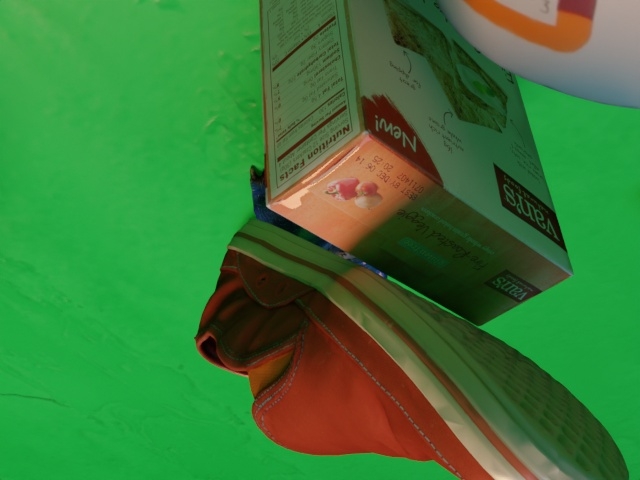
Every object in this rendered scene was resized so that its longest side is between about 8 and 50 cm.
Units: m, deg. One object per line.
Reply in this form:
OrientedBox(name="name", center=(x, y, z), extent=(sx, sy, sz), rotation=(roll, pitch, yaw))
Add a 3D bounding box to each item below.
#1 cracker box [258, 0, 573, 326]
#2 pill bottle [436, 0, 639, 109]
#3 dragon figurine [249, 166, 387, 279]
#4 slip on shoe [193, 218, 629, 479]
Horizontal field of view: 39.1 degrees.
OrientedBox(name="cracker box", center=(0.045, -0.087, 0.491), extent=(0.156, 0.232, 0.067), rotation=(29, 131, -36))
OrientedBox(name="pill bottle", center=(0.141, -0.255, 0.295), extent=(0.224, 0.224, 0.392), rotation=(-6, 142, 2))
OrientedBox(name="dragon figurine", center=(0.000, 0.000, 0.669), extent=(0.085, 0.144, 0.289), rotation=(27, 132, -33))
OrientedBox(name="slip on shoe", center=(0.020, 0.068, 0.451), extent=(0.123, 0.331, 0.101), rotation=(31, 86, -28))
